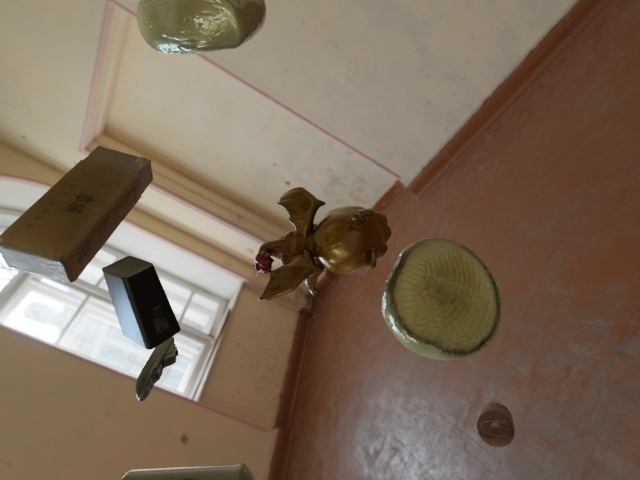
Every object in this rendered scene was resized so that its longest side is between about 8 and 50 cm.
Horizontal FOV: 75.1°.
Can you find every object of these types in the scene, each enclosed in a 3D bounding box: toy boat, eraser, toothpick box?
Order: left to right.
[{"bbox_3d":[-0.505,-0.072,0.898,0.078,0.144,0.343,104,-179,-46],"label":"eraser"},{"bbox_3d":[-0.548,0.431,1.404,0.260,0.085,0.078,-80,2,-61],"label":"toy boat"},{"bbox_3d":[0.505,0.528,1.201,0.098,0.098,0.149,-62,-26,1],"label":"toothpick box"}]

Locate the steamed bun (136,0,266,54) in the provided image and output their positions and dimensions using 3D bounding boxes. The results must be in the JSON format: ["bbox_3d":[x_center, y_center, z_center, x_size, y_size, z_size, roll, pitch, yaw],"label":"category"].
[{"bbox_3d":[-0.253,-0.491,0.880,0.200,0.250,0.155,-63,-30,-47],"label":"steamed bun"}]

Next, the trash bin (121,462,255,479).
[{"bbox_3d":[-0.406,0.861,1.317,0.280,0.432,0.280,180,90,-90],"label":"trash bin"}]

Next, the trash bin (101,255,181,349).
[{"bbox_3d":[-0.520,0.172,1.202,0.165,0.226,0.115,11,30,39],"label":"trash bin"}]

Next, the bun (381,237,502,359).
[{"bbox_3d":[0.348,0.183,1.268,0.202,0.364,0.364,109,-177,-67],"label":"bun"}]

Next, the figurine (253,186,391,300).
[{"bbox_3d":[0.000,0.033,1.260,0.387,0.268,0.401,-15,39,26],"label":"figurine"}]
